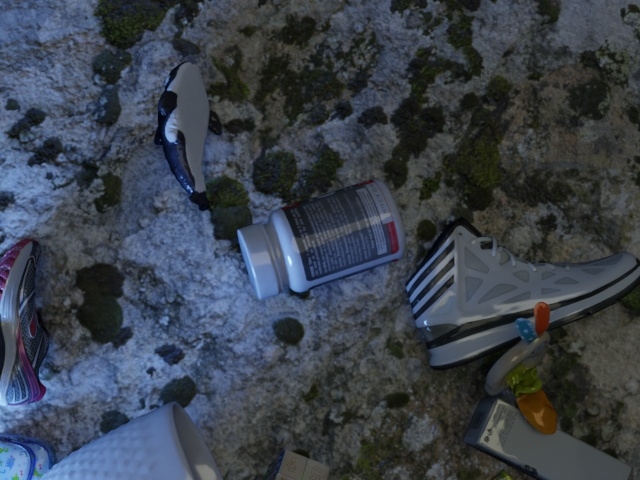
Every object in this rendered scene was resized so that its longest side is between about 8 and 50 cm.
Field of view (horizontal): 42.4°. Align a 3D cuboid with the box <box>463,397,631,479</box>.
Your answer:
[{"bbox_3d":[0.410,0.389,1.505,0.275,0.113,0.094,27,77,2],"label":"box"}]

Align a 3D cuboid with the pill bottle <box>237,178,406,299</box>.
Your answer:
[{"bbox_3d":[0.000,0.000,1.520,0.283,0.161,0.161,-18,80,-9],"label":"pill bottle"}]

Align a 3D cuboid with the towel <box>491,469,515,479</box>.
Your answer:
[{"bbox_3d":[0.284,0.534,1.510,0.237,0.021,0.102,-37,78,-11],"label":"towel"}]

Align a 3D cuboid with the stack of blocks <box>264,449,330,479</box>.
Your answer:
[{"bbox_3d":[-0.086,0.524,1.391,0.087,0.171,0.297,23,59,-7],"label":"stack of blocks"}]

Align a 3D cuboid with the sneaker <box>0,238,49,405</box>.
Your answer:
[{"bbox_3d":[-0.538,0.144,1.473,0.112,0.120,0.299,13,74,-33],"label":"sneaker"}]

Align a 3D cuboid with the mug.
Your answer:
[{"bbox_3d":[-0.309,0.498,1.353,0.328,0.276,0.374,-26,112,-5],"label":"mug"}]

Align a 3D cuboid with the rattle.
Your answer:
[{"bbox_3d":[0.370,0.221,1.398,0.130,0.200,0.143,1,46,-27],"label":"rattle"}]

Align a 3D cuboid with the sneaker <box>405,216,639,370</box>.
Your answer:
[{"bbox_3d":[0.370,0.048,1.542,0.447,0.169,0.258,-21,83,-7],"label":"sneaker"}]

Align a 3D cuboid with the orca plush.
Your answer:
[{"bbox_3d":[-0.269,-0.194,1.592,0.151,0.102,0.287,-15,90,-53],"label":"orca plush"}]

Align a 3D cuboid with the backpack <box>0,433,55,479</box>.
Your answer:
[{"bbox_3d":[-0.524,0.391,1.426,0.114,0.084,0.105,9,80,-6],"label":"backpack"}]
